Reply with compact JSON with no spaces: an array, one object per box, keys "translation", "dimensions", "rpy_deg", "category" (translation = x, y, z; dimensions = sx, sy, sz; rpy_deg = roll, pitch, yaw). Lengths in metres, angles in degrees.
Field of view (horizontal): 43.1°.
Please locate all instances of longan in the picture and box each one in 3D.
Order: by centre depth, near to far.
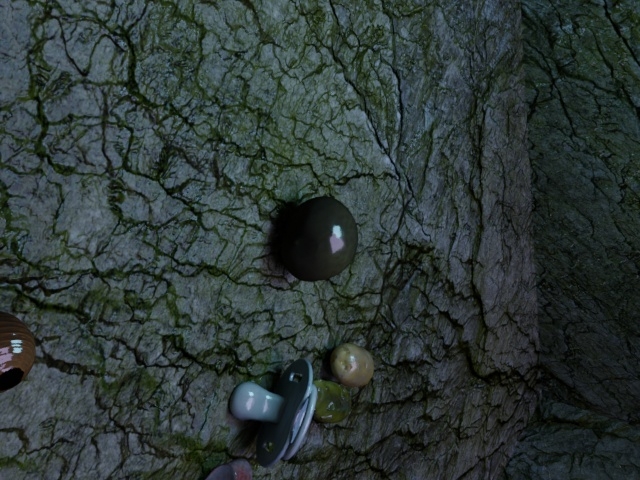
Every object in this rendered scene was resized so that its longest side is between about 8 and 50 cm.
[{"translation":[0.000,0.000,1.954],"dimensions":[0.198,0.198,0.212],"rpy_deg":[30,77,-57],"category":"longan"}]

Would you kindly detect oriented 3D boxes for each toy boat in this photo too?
[{"translation":[-0.211,0.635,1.994],"dimensions":[0.206,0.096,0.282],"rpy_deg":[-63,159,-7],"category":"toy boat"}]

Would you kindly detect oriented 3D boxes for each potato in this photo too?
[{"translation":[0.016,0.441,2.236],"dimensions":[0.225,0.090,0.117],"rpy_deg":[38,56,-52],"category":"potato"},{"translation":[0.087,0.353,2.295],"dimensions":[0.118,0.109,0.178],"rpy_deg":[-51,145,-1],"category":"potato"}]

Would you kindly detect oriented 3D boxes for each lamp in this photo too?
[{"translation":[-0.519,0.175,1.273],"dimensions":[0.136,0.136,0.136],"rpy_deg":[-28,125,-50],"category":"lamp"}]

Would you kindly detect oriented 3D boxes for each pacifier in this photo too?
[{"translation":[-0.121,0.405,1.971],"dimensions":[0.207,0.227,0.278],"rpy_deg":[26,77,-17],"category":"pacifier"}]
